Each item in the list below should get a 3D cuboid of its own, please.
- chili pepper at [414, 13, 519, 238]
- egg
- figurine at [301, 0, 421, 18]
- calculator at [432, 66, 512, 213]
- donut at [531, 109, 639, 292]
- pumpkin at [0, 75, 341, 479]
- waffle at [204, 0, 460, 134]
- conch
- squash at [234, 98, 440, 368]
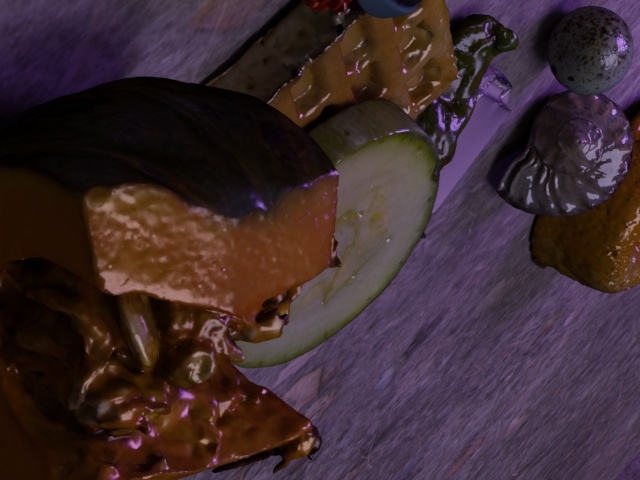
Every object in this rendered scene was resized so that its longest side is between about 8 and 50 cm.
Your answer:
[{"bbox_3d":[0.101,-0.113,1.559,0.072,0.073,0.204,35,83,-49],"label":"chili pepper"},{"bbox_3d":[0.268,-0.186,1.722,0.085,0.085,0.110,-46,159,-9],"label":"egg"},{"bbox_3d":[0.067,-0.271,1.230,0.138,0.110,0.245,7,118,-51],"label":"figurine"},{"bbox_3d":[0.124,-0.091,1.676,0.175,0.032,0.100,-53,156,9],"label":"calculator"},{"bbox_3d":[0.384,-0.051,2.096,0.277,0.108,0.277,-39,154,-24],"label":"donut"},{"bbox_3d":[-0.139,0.043,1.148,0.225,0.256,0.303,-13,114,-48],"label":"pumpkin"},{"bbox_3d":[0.008,-0.119,1.406,0.248,0.055,0.221,-44,157,-11],"label":"waffle"},{"bbox_3d":[0.258,-0.089,1.870,0.155,0.130,0.207,-15,178,0],"label":"conch"},{"bbox_3d":[0.000,0.000,1.439,0.252,0.049,0.252,-38,154,-22],"label":"squash"}]
